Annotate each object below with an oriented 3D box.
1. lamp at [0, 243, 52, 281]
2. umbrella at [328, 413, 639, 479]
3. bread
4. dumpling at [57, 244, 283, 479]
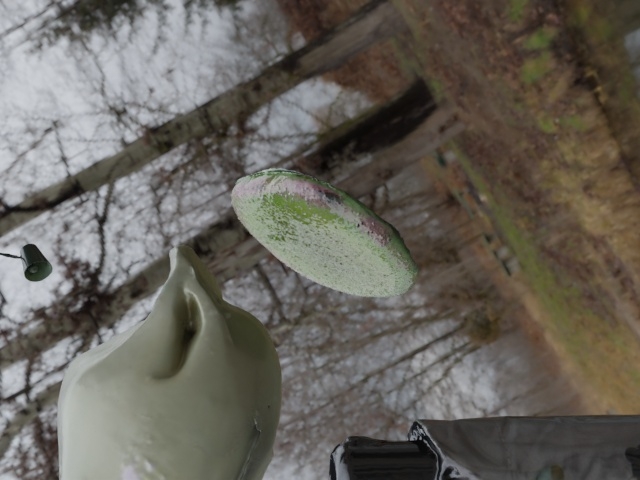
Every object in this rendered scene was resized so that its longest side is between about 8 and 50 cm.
[{"bbox_3d":[-0.371,0.018,1.030,0.121,0.041,0.054,2,-143,-37],"label":"lamp"},{"bbox_3d":[0.173,0.138,0.542,0.073,0.337,0.067,133,138,-79],"label":"umbrella"},{"bbox_3d":[0.000,0.000,0.988,0.228,0.033,0.228,25,159,10],"label":"bread"},{"bbox_3d":[-0.145,0.210,0.961,0.315,0.233,0.395,33,-115,-75],"label":"dumpling"}]
